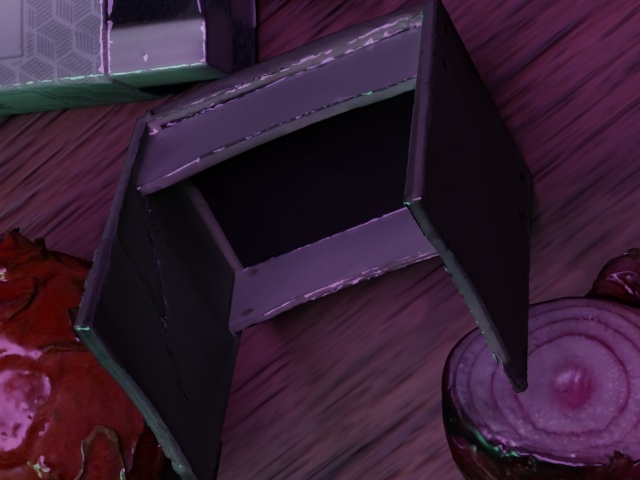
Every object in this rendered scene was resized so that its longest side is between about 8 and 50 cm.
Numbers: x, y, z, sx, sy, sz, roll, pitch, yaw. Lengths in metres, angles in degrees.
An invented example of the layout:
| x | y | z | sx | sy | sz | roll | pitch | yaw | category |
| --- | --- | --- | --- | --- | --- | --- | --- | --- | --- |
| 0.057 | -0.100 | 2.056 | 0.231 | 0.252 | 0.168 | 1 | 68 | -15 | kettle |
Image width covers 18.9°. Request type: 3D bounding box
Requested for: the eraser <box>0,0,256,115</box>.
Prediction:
| x | y | z | sx | sy | sz | roll | pitch | yaw | category |
| --- | --- | --- | --- | --- | --- | --- | --- | --- | --- |
| -0.252 | -0.153 | 1.537 | 0.404 | 0.098 | 0.096 | -4 | 82 | 23 | eraser |

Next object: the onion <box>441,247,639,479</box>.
| x | y | z | sx | sy | sz | roll | pitch | yaw | category |
| --- | --- | --- | --- | --- | --- | --- | --- | --- | --- |
| 0.190 | 0.104 | 1.303 | 0.195 | 0.139 | 0.218 | 0 | 46 | 22 | onion |

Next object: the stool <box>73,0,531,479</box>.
| x | y | z | sx | sy | sz | roll | pitch | yaw | category |
| --- | --- | --- | --- | --- | --- | --- | --- | --- | --- |
| 0.000 | 0.000 | 1.299 | 0.244 | 0.170 | 0.269 | -20 | 30 | 19 | stool |

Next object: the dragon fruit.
| x | y | z | sx | sy | sz | roll | pitch | yaw | category |
| --- | --- | --- | --- | --- | --- | --- | --- | --- | --- |
| -0.221 | 0.117 | 1.419 | 0.252 | 0.241 | 0.241 | 40 | 99 | 14 | dragon fruit |
